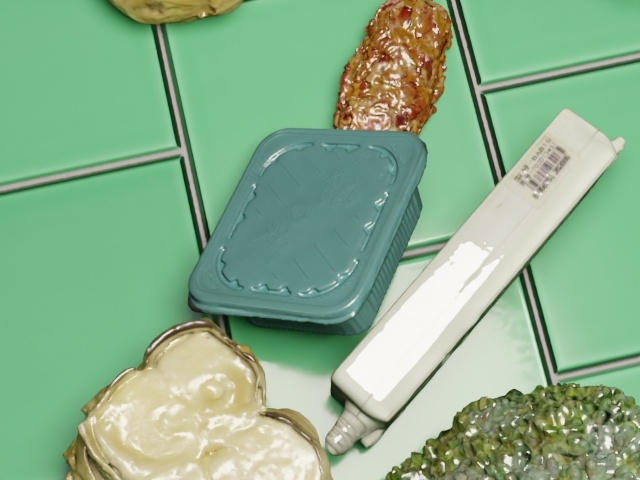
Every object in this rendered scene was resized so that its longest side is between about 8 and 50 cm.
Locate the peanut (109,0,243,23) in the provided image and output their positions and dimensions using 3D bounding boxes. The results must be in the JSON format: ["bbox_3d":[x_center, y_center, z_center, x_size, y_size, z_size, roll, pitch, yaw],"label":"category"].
[{"bbox_3d":[-0.163,-0.242,1.133,0.229,0.098,0.103,20,50,6],"label":"peanut"}]

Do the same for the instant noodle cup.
[{"bbox_3d":[0.000,0.000,1.054,0.157,0.070,0.179,4,54,34],"label":"instant noodle cup"}]

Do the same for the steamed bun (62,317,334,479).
[{"bbox_3d":[-0.097,0.175,1.032,0.177,0.106,0.192,42,74,12],"label":"steamed bun"}]

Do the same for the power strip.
[{"bbox_3d":[0.112,0.032,1.071,0.058,0.098,0.338,40,79,8],"label":"power strip"}]

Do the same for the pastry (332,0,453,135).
[{"bbox_3d":[0.059,-0.127,1.125,0.087,0.063,0.169,15,76,0],"label":"pastry"}]

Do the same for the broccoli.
[{"bbox_3d":[0.149,0.235,0.952,0.235,0.288,0.259,-18,97,-42],"label":"broccoli"}]
